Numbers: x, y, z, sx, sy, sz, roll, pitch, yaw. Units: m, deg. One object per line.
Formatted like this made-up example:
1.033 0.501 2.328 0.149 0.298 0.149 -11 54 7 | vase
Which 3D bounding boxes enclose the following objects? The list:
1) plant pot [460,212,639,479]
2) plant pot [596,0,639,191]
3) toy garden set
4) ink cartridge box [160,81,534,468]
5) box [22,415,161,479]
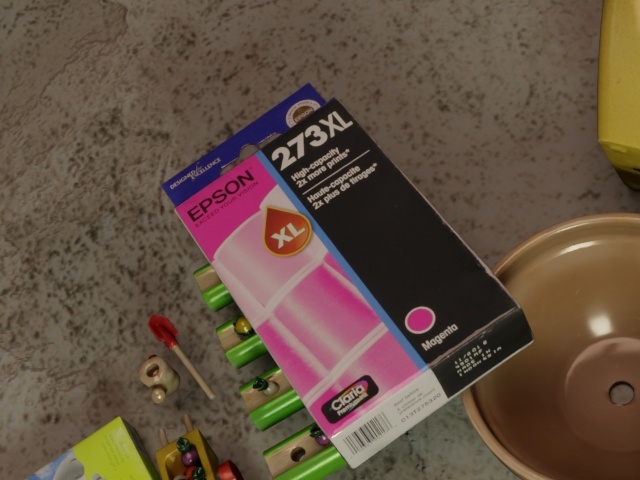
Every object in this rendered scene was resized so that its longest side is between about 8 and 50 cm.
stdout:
0.235 0.105 1.018 0.237 0.110 0.237 -9 60 16 | plant pot
0.337 -0.131 1.064 0.212 0.212 0.187 17 84 26 | plant pot
-0.073 0.108 1.095 0.204 0.049 0.244 -30 52 5 | toy garden set
0.000 0.000 1.073 0.176 0.069 0.371 -35 49 -3 | ink cartridge box
-0.225 0.251 1.144 0.178 0.042 0.109 -34 57 -1 | box
